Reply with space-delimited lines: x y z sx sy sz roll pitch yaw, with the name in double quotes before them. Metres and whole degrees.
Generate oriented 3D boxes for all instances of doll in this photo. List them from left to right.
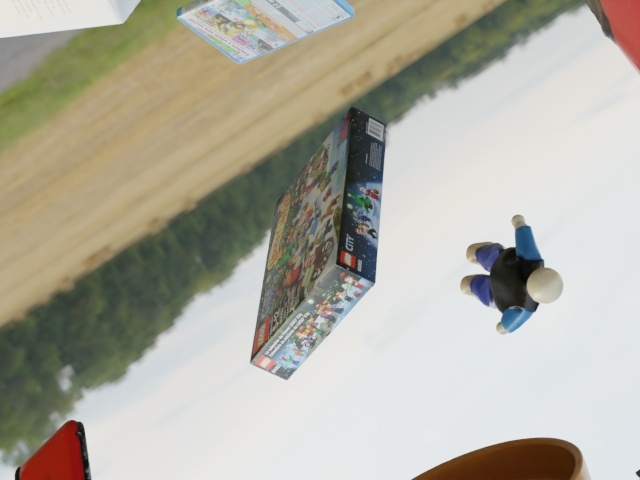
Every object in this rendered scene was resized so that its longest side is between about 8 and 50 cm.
"doll" 0.204 0.036 1.511 0.046 0.129 0.189 9 -176 -16

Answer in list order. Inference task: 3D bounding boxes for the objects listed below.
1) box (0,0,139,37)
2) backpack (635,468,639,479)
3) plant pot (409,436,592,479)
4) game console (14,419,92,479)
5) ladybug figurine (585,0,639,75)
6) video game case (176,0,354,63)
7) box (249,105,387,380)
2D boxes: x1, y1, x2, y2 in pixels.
"box" -0.183 -0.205 0.922 0.170 0.091 0.130 -2 -141 30
"backpack" 0.313 0.233 0.985 0.166 0.188 0.144 -35 -175 40
"plant pot" 0.197 0.380 1.600 0.290 0.203 0.291 -24 -170 4
"game console" -0.177 0.228 1.059 0.085 0.144 0.124 20 130 -37
"ladybug figurine" 0.299 -0.164 0.944 0.305 0.449 0.162 4 136 -43
"video game case" -0.062 -0.258 1.609 0.166 0.015 0.119 -18 149 30
"box" 0.000 0.000 1.372 0.159 0.044 0.233 -49 -158 37
